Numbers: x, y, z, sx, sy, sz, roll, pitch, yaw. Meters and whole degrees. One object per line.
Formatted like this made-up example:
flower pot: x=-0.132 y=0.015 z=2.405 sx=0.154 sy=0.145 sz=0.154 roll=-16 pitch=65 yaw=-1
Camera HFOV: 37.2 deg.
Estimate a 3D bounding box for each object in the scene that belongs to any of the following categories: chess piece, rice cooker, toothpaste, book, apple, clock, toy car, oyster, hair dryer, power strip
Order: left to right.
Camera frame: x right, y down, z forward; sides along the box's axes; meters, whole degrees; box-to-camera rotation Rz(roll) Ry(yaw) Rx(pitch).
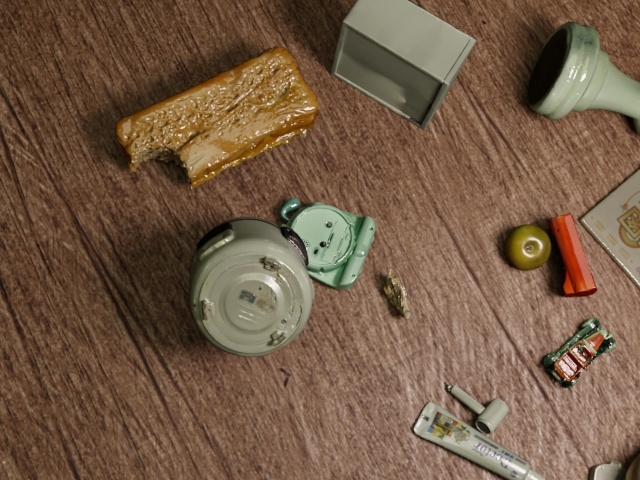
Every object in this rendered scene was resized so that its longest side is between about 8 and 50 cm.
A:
rice cooker: x=-0.125 y=0.072 z=1.670 sx=0.226 sy=0.244 sz=0.226 roll=-1 pitch=104 yaw=-4
clock: x=0.000 y=0.000 z=1.795 sx=0.189 sy=0.060 sz=0.148 roll=19 pitch=75 yaw=1
oyster: x=0.138 y=0.105 z=1.779 sx=0.038 sy=0.080 sz=0.083 roll=-18 pitch=42 yaw=13
hair dryer: x=0.283 y=0.298 z=1.759 sx=0.124 sy=0.038 sz=0.063 roll=37 pitch=56 yaw=18
toothpaste: x=0.294 y=0.384 z=1.738 sx=0.255 sy=0.037 sz=0.067 roll=29 pitch=74 yaw=7
apple: x=0.398 y=0.014 z=1.822 sx=0.090 sy=0.074 sz=0.089 roll=0 pitch=95 yaw=3
clock: x=0.476 y=0.030 z=1.809 sx=0.061 sy=0.113 sz=0.155 roll=-16 pitch=77 yaw=12
toy car: x=0.491 y=0.211 z=1.789 sx=0.143 sy=0.054 sz=0.073 roll=-39 pitch=83 yaw=-12
power strip: x=0.518 y=0.515 z=1.726 sx=0.080 sy=0.029 sz=0.226 roll=15 pitch=74 yaw=-3
chess piece: x=0.581 y=-0.293 z=1.871 sx=0.299 sy=0.194 sz=0.194 roll=20 pitch=74 yaw=-9
book: x=0.689 y=-0.051 z=1.894 sx=0.295 sy=0.020 sz=0.208 roll=-39 pitch=83 yaw=-13

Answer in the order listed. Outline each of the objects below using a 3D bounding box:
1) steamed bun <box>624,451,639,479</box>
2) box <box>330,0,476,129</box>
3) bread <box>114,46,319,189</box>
steamed bun: x=0.619 y=0.458 z=1.683 sx=0.144 sy=0.218 sz=0.211 roll=-29 pitch=87 yaw=32
box: x=0.153 y=-0.354 z=1.815 sx=0.225 sy=0.225 sz=0.117 roll=32 pitch=75 yaw=3
bread: x=-0.193 y=-0.218 z=1.812 sx=0.380 sy=0.109 sz=0.185 roll=-27 pitch=88 yaw=-9
